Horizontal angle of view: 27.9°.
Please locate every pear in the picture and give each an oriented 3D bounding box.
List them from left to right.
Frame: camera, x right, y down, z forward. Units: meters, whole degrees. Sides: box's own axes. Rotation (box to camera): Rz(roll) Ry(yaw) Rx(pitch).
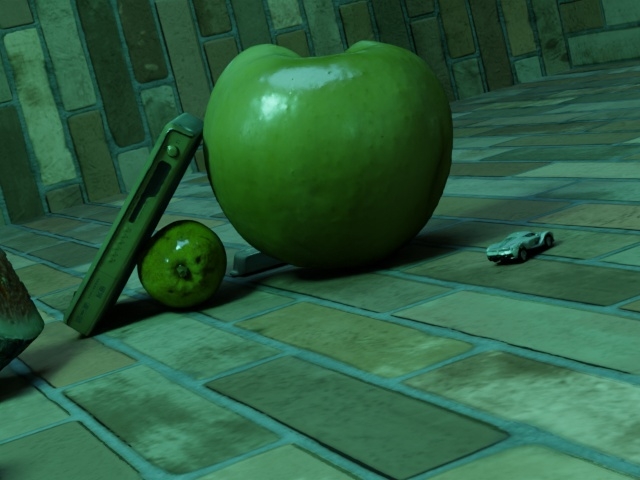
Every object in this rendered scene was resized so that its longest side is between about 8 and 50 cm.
[{"bbox_3d":[-0.163,0.028,1.515,0.107,0.107,0.131,-14,2,-1],"label":"pear"}]

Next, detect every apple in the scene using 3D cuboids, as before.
[{"bbox_3d":[0.017,-0.096,1.498,0.295,0.257,0.233,-4,15,-13],"label":"apple"}]

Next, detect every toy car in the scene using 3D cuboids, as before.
[{"bbox_3d":[0.213,0.003,1.361,0.041,0.025,0.093,-4,13,41],"label":"toy car"}]

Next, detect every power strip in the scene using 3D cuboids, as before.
[{"bbox_3d":[0.000,0.000,1.690,0.253,0.027,0.060,-16,9,-14],"label":"power strip"}]

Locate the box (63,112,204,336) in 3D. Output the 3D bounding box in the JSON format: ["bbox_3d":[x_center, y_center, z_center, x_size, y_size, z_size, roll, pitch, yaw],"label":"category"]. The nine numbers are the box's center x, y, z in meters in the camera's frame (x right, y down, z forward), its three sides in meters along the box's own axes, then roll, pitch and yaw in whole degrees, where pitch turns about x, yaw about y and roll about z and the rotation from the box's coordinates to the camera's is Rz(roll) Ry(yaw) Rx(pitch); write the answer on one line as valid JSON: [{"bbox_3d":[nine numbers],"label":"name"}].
[{"bbox_3d":[-0.221,-0.027,1.559,0.045,0.270,0.211,28,10,-5],"label":"box"}]

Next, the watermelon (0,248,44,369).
[{"bbox_3d":[-0.430,0.070,1.365,0.318,0.226,0.148,5,-10,30],"label":"watermelon"}]
